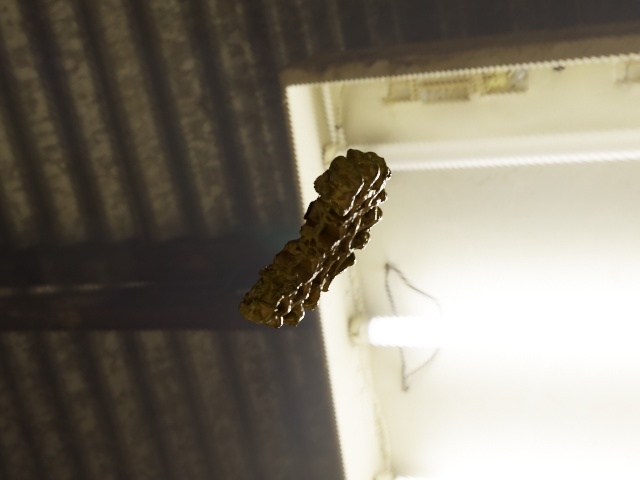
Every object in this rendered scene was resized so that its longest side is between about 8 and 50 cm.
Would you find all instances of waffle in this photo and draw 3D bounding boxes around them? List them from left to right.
[{"bbox_3d":[-0.002,-0.003,1.107,0.051,0.149,0.194,40,-82,20],"label":"waffle"}]
